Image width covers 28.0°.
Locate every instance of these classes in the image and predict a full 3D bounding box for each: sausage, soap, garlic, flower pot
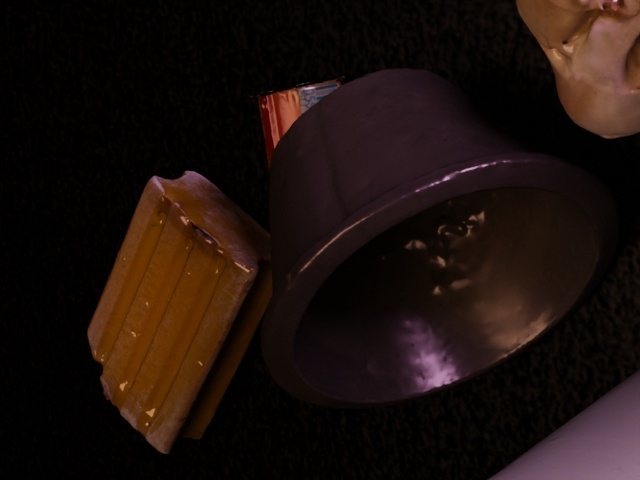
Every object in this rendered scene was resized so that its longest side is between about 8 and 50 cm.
[{"bbox_3d":[0.000,0.000,1.064,0.083,0.083,0.264,-2,101,38],"label":"sausage"},{"bbox_3d":[-0.132,0.068,1.187,0.140,0.073,0.232,42,123,25],"label":"soap"},{"bbox_3d":[0.227,-0.184,0.768,0.184,0.203,0.281,32,117,7],"label":"garlic"},{"bbox_3d":[0.064,-0.016,0.930,0.269,0.269,0.166,-50,47,34],"label":"flower pot"}]

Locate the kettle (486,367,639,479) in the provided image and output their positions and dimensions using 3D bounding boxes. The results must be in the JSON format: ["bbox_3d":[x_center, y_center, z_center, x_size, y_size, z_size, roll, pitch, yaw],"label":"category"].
[{"bbox_3d":[0.222,0.220,0.790,0.205,0.318,0.265,-38,76,36],"label":"kettle"}]
